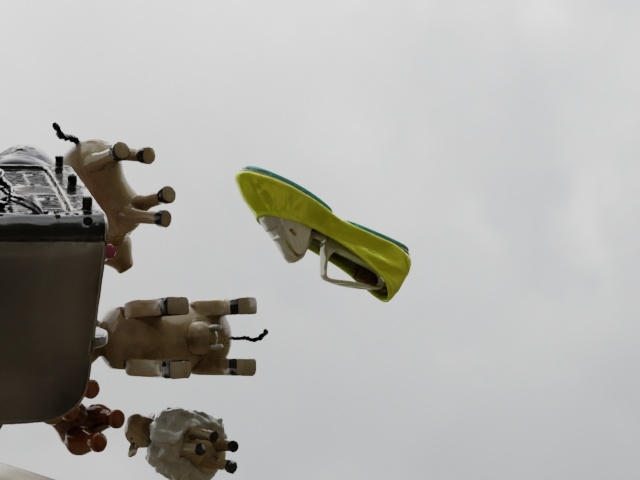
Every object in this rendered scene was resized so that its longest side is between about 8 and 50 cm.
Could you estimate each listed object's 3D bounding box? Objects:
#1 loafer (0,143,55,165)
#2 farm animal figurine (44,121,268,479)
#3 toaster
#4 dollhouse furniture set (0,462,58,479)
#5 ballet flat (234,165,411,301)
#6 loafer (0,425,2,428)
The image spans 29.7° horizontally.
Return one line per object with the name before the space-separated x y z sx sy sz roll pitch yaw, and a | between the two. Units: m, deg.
loafer | -0.291 0.054 0.904 0.109 0.095 0.302 37 -82 -25
farm animal figurine | -0.212 0.078 1.306 0.172 0.330 0.327 -4 -23 44
toaster | -0.206 0.019 0.618 0.186 0.168 0.110 0 -78 -19
dollhouse furniture set | -0.286 0.240 0.770 0.135 0.259 0.262 3 -73 26
ballet flat | 0.000 0.000 1.322 0.231 0.077 0.077 28 -22 -22
loafer | -0.401 0.158 1.120 0.267 0.096 0.084 -8 -7 38
